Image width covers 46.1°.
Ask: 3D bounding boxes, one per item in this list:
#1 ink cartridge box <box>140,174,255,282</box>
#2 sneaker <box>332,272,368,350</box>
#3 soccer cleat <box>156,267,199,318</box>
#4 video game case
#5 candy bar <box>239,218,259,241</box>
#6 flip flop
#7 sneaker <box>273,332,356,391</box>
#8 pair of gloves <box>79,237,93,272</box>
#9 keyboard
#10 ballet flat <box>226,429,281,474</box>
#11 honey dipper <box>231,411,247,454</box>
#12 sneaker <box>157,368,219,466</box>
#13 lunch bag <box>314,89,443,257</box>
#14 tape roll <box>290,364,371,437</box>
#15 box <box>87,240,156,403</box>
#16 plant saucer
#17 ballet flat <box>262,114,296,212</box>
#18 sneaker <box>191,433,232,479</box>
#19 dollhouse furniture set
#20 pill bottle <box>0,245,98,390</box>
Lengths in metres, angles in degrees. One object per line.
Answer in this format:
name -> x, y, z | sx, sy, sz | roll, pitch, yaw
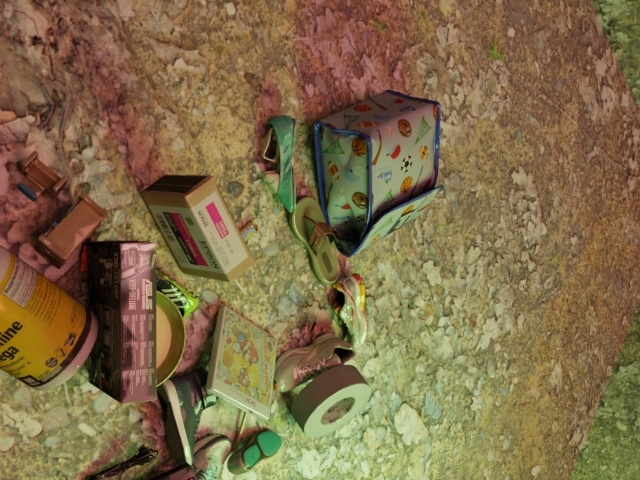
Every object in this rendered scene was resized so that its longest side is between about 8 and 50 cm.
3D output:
ink cartridge box -> -0.278, -0.028, 1.699 | 0.088, 0.193, 0.235 | -41, 120, -32
sneaker -> 0.076, 0.207, 2.140 | 0.092, 0.088, 0.226 | -10, 102, -21
soccer cleat -> -0.356, 0.120, 1.738 | 0.072, 0.060, 0.179 | -54, 128, -9
video game case -> -0.189, 0.304, 1.866 | 0.206, 0.026, 0.227 | 39, 41, -38
candy bar -> -0.214, 0.006, 1.881 | 0.161, 0.018, 0.040 | -44, 122, -29
flip flop -> 0.000, 0.000, 2.034 | 0.112, 0.080, 0.277 | -38, 119, -33
sneaker -> -0.013, 0.330, 2.032 | 0.262, 0.121, 0.099 | -29, 113, -37
pair of gloves -> -0.486, 0.036, 1.639 | 0.083, 0.010, 0.074 | 14, 84, -45
keyboard -> -0.429, 0.580, 1.671 | 0.317, 0.033, 0.202 | -21, 81, -23
ballet flat -> -0.175, 0.545, 1.940 | 0.072, 0.068, 0.213 | 63, 21, 8
honey dipper -> -0.199, 0.474, 1.939 | 0.030, 0.030, 0.161 | 19, 83, -42
sneaker -> -0.291, 0.420, 1.805 | 0.163, 0.086, 0.226 | -15, 101, -39
lunch bag -> 0.170, -0.175, 2.079 | 0.327, 0.238, 0.386 | -28, 129, -38
tape roll -> 0.030, 0.437, 2.041 | 0.219, 0.072, 0.219 | -26, 145, -20
box -> -0.405, 0.153, 1.523 | 0.076, 0.242, 0.308 | 0, 90, -31
plant saucer -> -0.420, 0.222, 1.683 | 0.240, 0.037, 0.241 | -2, 94, -34
ballet flat -> -0.107, -0.195, 1.927 | 0.087, 0.083, 0.248 | -2, 96, -13
sneaker -> -0.293, 0.595, 1.802 | 0.283, 0.122, 0.110 | -50, 125, -27
dollhouse furniture set -> -0.550, -0.057, 1.514 | 0.183, 0.129, 0.129 | 42, 65, -11
pill bottle -> -0.602, 0.128, 1.422 | 0.334, 0.187, 0.188 | 46, 65, -35
